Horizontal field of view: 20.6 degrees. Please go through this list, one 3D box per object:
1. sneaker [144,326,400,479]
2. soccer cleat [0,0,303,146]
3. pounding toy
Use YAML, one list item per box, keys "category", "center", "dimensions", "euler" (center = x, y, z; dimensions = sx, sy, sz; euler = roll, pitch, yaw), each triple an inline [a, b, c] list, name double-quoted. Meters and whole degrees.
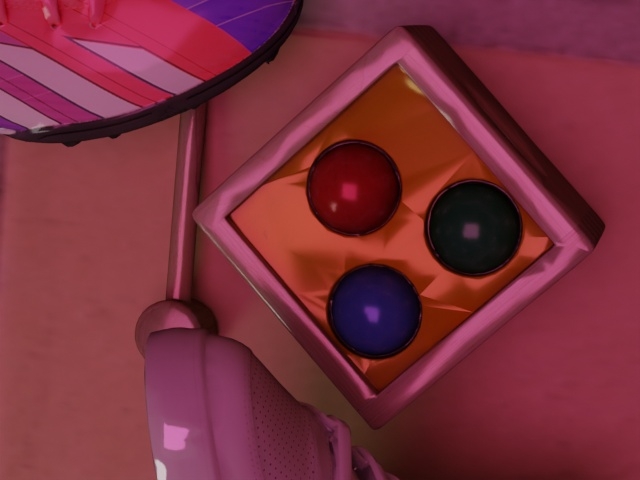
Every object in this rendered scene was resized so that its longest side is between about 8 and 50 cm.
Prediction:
- category: "sneaker"
  center: [0.038, 0.119, 0.743]
  dimensions: [0.169, 0.292, 0.108]
  euler: [-11, 52, 10]
- category: "soccer cleat"
  center: [-0.168, -0.110, 0.780]
  dimensions: [0.318, 0.116, 0.108]
  euler: [-4, 57, 5]
- category: "pounding toy"
  center: [-0.010, -0.003, 0.799]
  dimensions: [0.206, 0.094, 0.181]
  euler: [-41, 87, 14]
